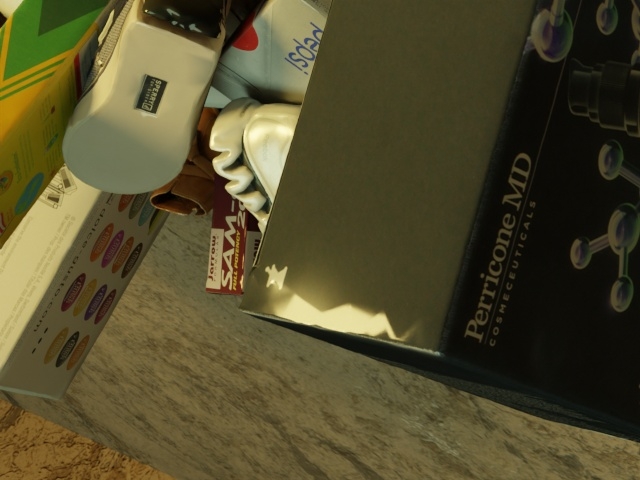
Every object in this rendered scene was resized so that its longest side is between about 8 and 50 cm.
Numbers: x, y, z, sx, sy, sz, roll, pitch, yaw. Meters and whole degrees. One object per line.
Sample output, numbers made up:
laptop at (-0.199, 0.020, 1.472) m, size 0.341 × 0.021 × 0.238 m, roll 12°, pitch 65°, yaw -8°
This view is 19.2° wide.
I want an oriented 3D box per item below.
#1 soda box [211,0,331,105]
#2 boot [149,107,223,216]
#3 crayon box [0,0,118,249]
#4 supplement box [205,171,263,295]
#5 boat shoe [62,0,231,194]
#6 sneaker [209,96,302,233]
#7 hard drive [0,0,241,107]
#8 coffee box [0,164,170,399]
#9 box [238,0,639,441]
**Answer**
soda box at (-0.016, -0.196, 1.782) m, size 0.098 × 0.091 × 0.286 m, roll 37°, pitch 159°, yaw -9°
boot at (-0.145, -0.096, 2.112) m, size 0.073 × 0.152 × 0.197 m, roll 43°, pitch 158°, yaw -26°
crayon box at (-0.299, -0.128, 1.900) m, size 0.081 × 0.318 × 0.202 m, roll 31°, pitch 159°, yaw 8°
supplement box at (0.000, 0.000, 1.995) m, size 0.239 × 0.130 × 0.073 m, roll 4°, pitch 179°, yaw -36°
boat shoe at (-0.157, -0.182, 1.856) m, size 0.127 × 0.158 × 0.340 m, roll 21°, pitch 148°, yaw -13°
sneaker at (0.004, -0.018, 1.861) m, size 0.118 × 0.110 × 0.292 m, roll -5°, pitch 131°, yaw 36°
hard drive at (-0.217, -0.236, 2.058) m, size 0.353 × 0.047 × 0.233 m, roll 9°, pitch 149°, yaw 49°
coffee box at (-0.400, -0.043, 2.248) m, size 0.338 × 0.337 × 0.334 m, roll 29°, pitch 176°, yaw 9°
box at (0.178, -0.021, 1.435) m, size 0.395 × 0.293 × 0.212 m, roll 21°, pitch 172°, yaw -43°
